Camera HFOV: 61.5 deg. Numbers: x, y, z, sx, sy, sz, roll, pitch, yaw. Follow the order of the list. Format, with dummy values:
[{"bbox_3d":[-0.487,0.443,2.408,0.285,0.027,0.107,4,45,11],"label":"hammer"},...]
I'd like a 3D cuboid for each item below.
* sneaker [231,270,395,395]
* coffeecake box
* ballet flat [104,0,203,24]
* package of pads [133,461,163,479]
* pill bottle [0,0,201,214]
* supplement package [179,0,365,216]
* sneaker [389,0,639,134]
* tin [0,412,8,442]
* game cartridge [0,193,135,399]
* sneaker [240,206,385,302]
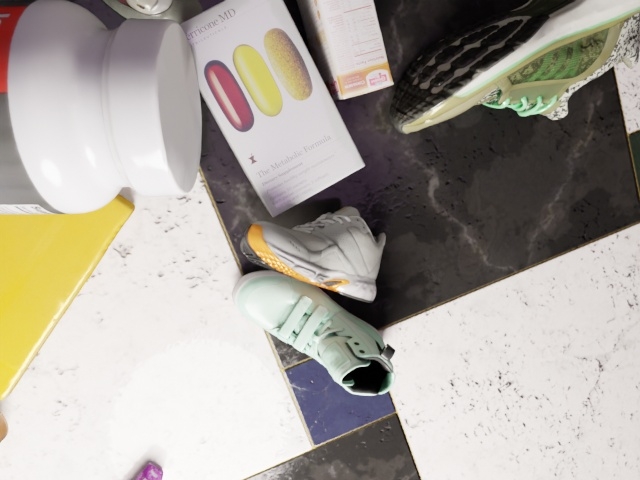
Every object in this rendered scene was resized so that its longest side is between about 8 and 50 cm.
[{"bbox_3d":[-0.004,0.128,0.757,0.255,0.151,0.094,27,97,-13],"label":"sneaker"},{"bbox_3d":[0.022,-0.276,0.683,0.068,0.142,0.186,-17,104,-6],"label":"coffeecake box"},{"bbox_3d":[-0.249,-0.321,0.663,0.213,0.068,0.072,24,96,-14],"label":"ballet flat"},{"bbox_3d":[-0.276,0.383,0.812,0.032,0.050,0.083,41,93,-15],"label":"package of pads"},{"bbox_3d":[-0.318,-0.131,0.544,0.362,0.210,0.210,-1,102,1],"label":"pill bottle"},{"bbox_3d":[-0.068,-0.175,0.692,0.139,0.134,0.244,-30,105,-3],"label":"supplement package"},{"bbox_3d":[0.297,-0.228,0.754,0.410,0.158,0.182,-28,122,1],"label":"sneaker"},{"bbox_3d":[-0.503,0.222,0.716,0.106,0.040,0.190,-20,117,12],"label":"tin"},{"bbox_3d":[-0.455,0.009,0.708,0.285,0.052,0.324,35,91,-15],"label":"game cartridge"},{"bbox_3d":[0.000,0.000,0.727,0.262,0.099,0.121,24,83,-53],"label":"sneaker"}]
